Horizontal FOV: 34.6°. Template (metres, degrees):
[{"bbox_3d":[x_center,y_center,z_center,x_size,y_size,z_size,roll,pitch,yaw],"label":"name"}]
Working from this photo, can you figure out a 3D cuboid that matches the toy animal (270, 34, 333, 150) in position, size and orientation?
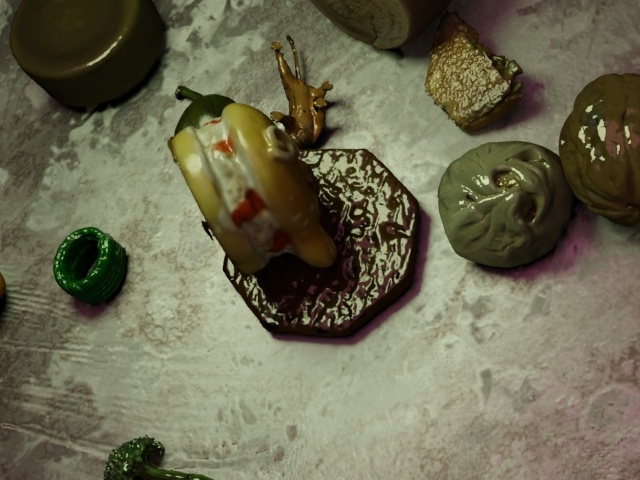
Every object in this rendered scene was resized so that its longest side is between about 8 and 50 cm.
[{"bbox_3d":[-0.039,-0.267,1.874,0.114,0.116,0.255,3,60,-4],"label":"toy animal"}]

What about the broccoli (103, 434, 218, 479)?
[{"bbox_3d":[-0.251,0.383,1.651,0.204,0.122,0.118,9,85,8],"label":"broccoli"}]

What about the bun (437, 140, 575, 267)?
[{"bbox_3d":[0.292,-0.070,1.637,0.231,0.133,0.231,-6,65,14],"label":"bun"}]

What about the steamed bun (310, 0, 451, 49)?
[{"bbox_3d":[0.132,-0.463,1.836,0.251,0.199,0.301,-43,38,-18],"label":"steamed bun"}]

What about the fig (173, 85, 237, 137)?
[{"bbox_3d":[-0.200,-0.216,1.903,0.151,0.151,0.259,-28,33,6],"label":"fig"}]

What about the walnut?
[{"bbox_3d":[0.466,-0.144,1.576,0.198,0.198,0.245,-5,56,17],"label":"walnut"}]

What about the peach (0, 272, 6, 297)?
[{"bbox_3d":[-0.649,0.094,1.895,0.138,0.138,0.138,-7,65,16],"label":"peach"}]

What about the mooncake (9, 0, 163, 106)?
[{"bbox_3d":[-0.456,-0.403,2.035,0.284,0.155,0.284,-8,62,15],"label":"mooncake"}]

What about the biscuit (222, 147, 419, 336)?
[{"bbox_3d":[-0.001,0.000,1.752,0.359,0.046,0.359,-7,66,16],"label":"biscuit"}]

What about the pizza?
[{"bbox_3d":[0.256,-0.285,1.788,0.147,0.069,0.226,-50,55,17],"label":"pizza"}]

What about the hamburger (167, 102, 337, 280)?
[{"bbox_3d":[-0.098,-0.073,1.658,0.186,0.261,0.302,-24,82,4],"label":"hamburger"}]

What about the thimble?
[{"bbox_3d":[-0.414,0.044,1.855,0.118,0.090,0.130,39,83,31],"label":"thimble"}]
